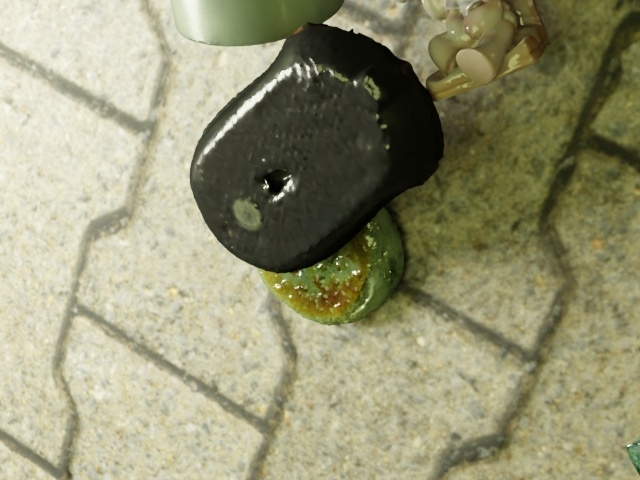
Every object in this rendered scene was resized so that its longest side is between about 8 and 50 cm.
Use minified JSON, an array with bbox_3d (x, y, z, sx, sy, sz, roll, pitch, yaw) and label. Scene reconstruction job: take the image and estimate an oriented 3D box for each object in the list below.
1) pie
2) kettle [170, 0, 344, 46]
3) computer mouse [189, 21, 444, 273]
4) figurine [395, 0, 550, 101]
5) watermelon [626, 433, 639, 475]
[{"bbox_3d":[0.000,0.000,1.601,0.187,0.041,0.186,13,114,30],"label":"pie"},{"bbox_3d":[-0.051,-0.333,1.421,0.240,0.165,0.255,-15,119,-7],"label":"kettle"},{"bbox_3d":[-0.005,-0.087,1.465,0.183,0.116,0.323,45,139,-6],"label":"computer mouse"},{"bbox_3d":[0.115,-0.252,1.368,0.162,0.141,0.236,-14,99,29],"label":"figurine"},{"bbox_3d":[0.399,0.154,1.293,0.148,0.318,0.226,70,167,-13],"label":"watermelon"}]
